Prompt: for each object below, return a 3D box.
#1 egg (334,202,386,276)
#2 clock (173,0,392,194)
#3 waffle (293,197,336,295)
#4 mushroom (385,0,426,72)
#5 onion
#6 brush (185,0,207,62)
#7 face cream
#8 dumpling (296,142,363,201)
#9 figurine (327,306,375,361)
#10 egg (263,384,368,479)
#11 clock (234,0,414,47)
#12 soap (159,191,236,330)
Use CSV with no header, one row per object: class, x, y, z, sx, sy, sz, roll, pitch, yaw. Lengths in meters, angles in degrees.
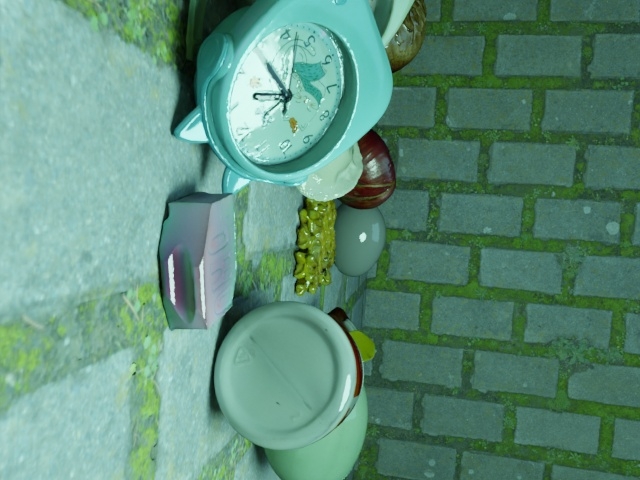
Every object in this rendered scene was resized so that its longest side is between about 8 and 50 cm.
egg,0.105,-0.005,1.517,0.176,0.176,0.232,-53,154,-70
clock,-0.048,-0.182,0.612,0.274,0.094,0.224,-41,137,-9
waffle,0.000,0.000,1.258,0.293,0.069,0.260,-26,120,-79
mushroom,0.068,-0.434,0.945,0.297,0.278,0.163,-26,159,-37
onion,0.074,-0.178,1.246,0.248,0.161,0.248,158,-90,-79
brush,-0.136,-0.287,0.552,0.033,0.030,0.179,-74,176,-74
face cream,-0.038,0.201,0.773,0.187,0.201,0.201,58,38,-73
dumpling,0.022,-0.193,1.076,0.166,0.126,0.216,27,40,-31
figurine,0.000,0.297,1.250,0.284,0.204,0.338,-84,-176,-48
egg,-0.013,0.326,0.949,0.203,0.202,0.283,-24,117,-78
clock,-0.003,-0.360,0.710,0.265,0.108,0.324,36,80,-43
soap,-0.137,0.025,0.581,0.100,0.056,0.149,-46,139,-70
